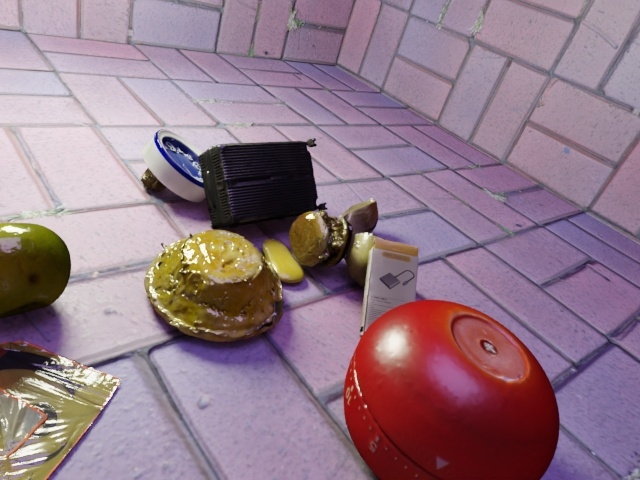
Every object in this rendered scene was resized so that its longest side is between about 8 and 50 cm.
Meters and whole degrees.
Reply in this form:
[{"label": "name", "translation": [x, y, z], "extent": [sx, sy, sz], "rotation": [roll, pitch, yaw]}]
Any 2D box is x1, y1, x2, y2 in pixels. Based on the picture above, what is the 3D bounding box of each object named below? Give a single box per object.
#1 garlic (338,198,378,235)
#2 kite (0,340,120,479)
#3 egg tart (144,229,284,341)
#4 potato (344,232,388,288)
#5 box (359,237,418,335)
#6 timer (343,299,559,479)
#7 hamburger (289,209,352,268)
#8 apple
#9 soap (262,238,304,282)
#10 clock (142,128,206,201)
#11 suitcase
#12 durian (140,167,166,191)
[{"label": "garlic", "translation": [0.115, -0.057, 1.490], "extent": [0.087, 0.101, 0.196], "rotation": [4, 23, 43]}, {"label": "kite", "translation": [-0.498, 0.279, 0.726], "extent": [0.378, 0.013, 0.327], "rotation": [-8, 41, -38]}, {"label": "egg tart", "translation": [-0.227, 0.078, 1.069], "extent": [0.342, 0.132, 0.341], "rotation": [14, 33, -10]}, {"label": "potato", "translation": [0.148, 0.078, 1.280], "extent": [0.202, 0.182, 0.117], "rotation": [35, 63, -15]}, {"label": "box", "translation": [0.173, 0.124, 1.170], "extent": [0.129, 0.033, 0.247], "rotation": [13, 71, -10]}, {"label": "timer", "translation": [0.234, 0.283, 0.863], "extent": [0.378, 0.279, 0.378], "rotation": [16, 31, -10]}, {"label": "hamburger", "translation": [0.000, 0.000, 1.265], "extent": [0.131, 0.159, 0.185], "rotation": [16, -5, -40]}, {"label": "apple", "translation": [-0.568, 0.056, 0.873], "extent": [0.196, 0.196, 0.156], "rotation": [-12, 78, -41]}, {"label": "soap", "translation": [-0.101, 0.056, 1.262], "extent": [0.089, 0.033, 0.168], "rotation": [7, 33, -29]}, {"label": "clock", "translation": [-0.407, -0.218, 1.389], "extent": [0.230, 0.083, 0.230], "rotation": [46, 14, -15]}, {"label": "suitcase", "translation": [-0.163, -0.169, 1.365], "extent": [0.335, 0.229, 0.152], "rotation": [-12, 3, -41]}, {"label": "durian", "translation": [-0.482, -0.181, 1.389], "extent": [0.080, 0.080, 0.091], "rotation": [20, 20, 1]}]
